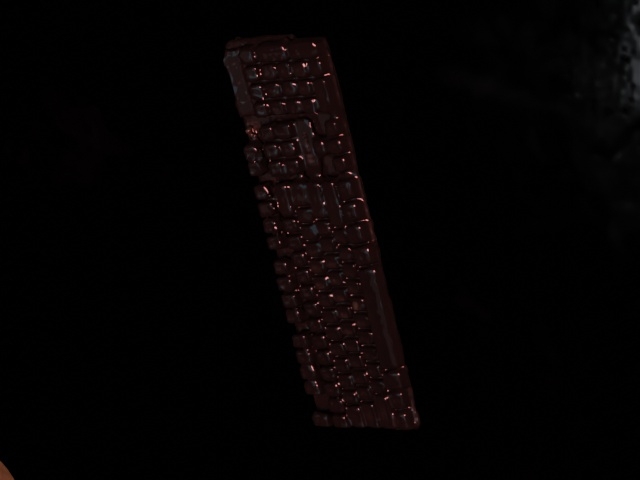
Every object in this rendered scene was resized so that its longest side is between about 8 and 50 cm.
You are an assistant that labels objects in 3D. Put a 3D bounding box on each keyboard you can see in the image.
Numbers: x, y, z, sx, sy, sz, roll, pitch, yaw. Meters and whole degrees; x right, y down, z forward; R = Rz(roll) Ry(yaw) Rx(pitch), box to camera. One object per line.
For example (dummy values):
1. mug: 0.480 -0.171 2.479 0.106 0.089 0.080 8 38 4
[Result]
1. keyboard: 0.000 0.000 0.784 0.060 0.018 0.195 1 114 39

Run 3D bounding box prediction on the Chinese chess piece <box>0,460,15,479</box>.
1. Chinese chess piece: -0.234 0.182 1.066 0.144 0.058 0.144 22 125 34
